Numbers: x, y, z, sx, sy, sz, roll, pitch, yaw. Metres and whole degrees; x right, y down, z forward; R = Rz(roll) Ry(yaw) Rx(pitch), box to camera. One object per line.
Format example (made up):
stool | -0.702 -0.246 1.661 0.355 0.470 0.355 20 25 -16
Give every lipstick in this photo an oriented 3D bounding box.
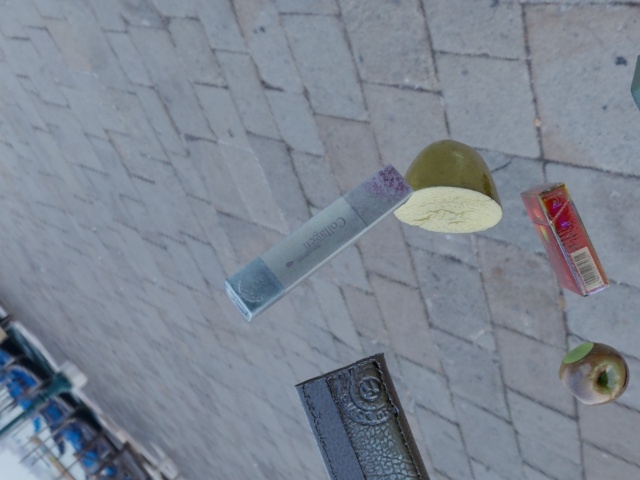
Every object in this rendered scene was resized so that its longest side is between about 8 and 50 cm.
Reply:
lipstick | 0.000 0.000 1.061 0.066 0.317 0.068 51 162 9

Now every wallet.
wallet | 0.067 0.288 0.949 0.039 0.133 0.243 62 -172 -86

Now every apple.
apple | 0.678 0.334 1.740 0.146 0.163 0.147 52 174 -4

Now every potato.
potato | 0.252 -0.118 1.357 0.203 0.158 0.178 2 153 18

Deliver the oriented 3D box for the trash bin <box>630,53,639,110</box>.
trash bin | 0.849 -0.353 1.439 0.343 0.223 0.158 -20 113 38

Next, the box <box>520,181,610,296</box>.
box | 0.685 -0.008 1.980 0.197 0.089 0.313 -60 -55 -84
